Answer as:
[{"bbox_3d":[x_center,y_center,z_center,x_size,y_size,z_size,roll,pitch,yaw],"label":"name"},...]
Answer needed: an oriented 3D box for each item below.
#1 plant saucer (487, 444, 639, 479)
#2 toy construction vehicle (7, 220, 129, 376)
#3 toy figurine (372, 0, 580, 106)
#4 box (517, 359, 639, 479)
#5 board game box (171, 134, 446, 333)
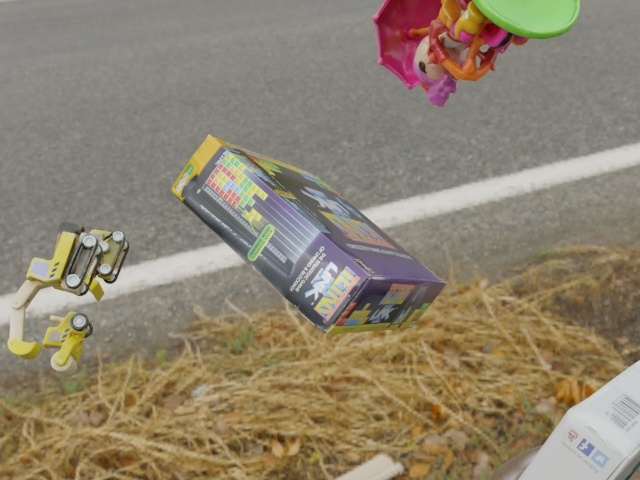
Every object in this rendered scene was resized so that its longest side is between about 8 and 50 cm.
[{"bbox_3d":[0.331,0.364,0.939,0.310,0.050,0.310,-2,45,2],"label":"plant saucer"},{"bbox_3d":[-0.154,0.029,0.485,0.035,0.098,0.086,18,-17,0],"label":"toy construction vehicle"},{"bbox_3d":[0.096,-0.156,0.550,0.130,0.159,0.173,0,62,-15],"label":"toy figurine"},{"bbox_3d":[0.205,0.249,0.710,0.058,0.322,0.232,41,31,27],"label":"box"},{"bbox_3d":[0.000,0.000,0.544,0.141,0.048,0.170,40,11,21],"label":"board game box"}]
